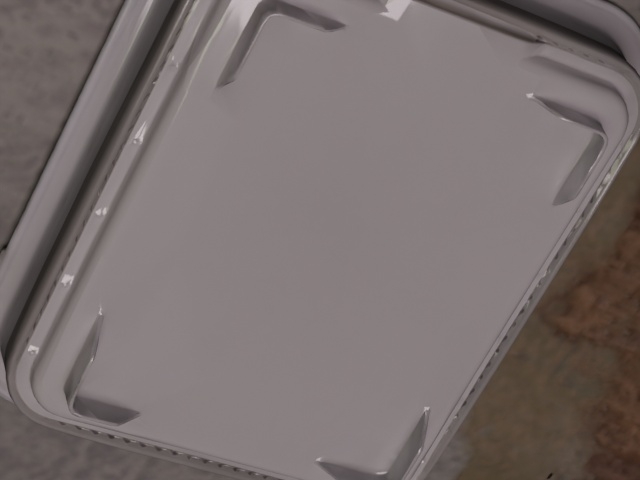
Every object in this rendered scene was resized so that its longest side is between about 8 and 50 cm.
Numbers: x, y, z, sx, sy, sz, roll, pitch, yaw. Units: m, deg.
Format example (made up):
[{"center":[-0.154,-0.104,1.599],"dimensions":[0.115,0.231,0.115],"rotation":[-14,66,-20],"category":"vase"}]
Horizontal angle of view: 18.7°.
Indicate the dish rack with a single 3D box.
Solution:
[{"center":[0.000,0.000,1.001],"dimensions":[0.285,0.072,0.333],"rotation":[18,116,-23],"category":"dish rack"}]
